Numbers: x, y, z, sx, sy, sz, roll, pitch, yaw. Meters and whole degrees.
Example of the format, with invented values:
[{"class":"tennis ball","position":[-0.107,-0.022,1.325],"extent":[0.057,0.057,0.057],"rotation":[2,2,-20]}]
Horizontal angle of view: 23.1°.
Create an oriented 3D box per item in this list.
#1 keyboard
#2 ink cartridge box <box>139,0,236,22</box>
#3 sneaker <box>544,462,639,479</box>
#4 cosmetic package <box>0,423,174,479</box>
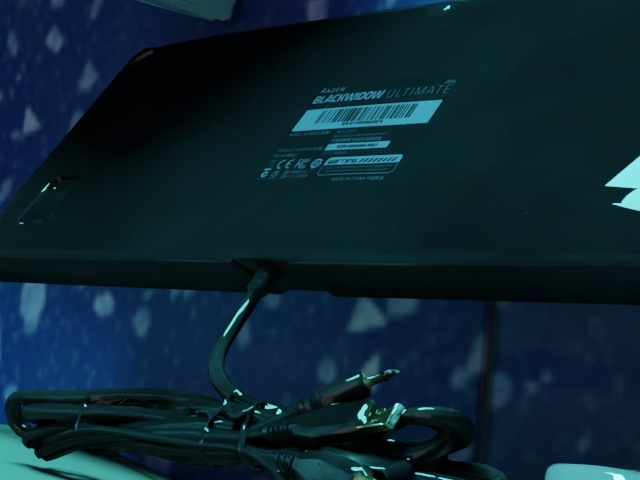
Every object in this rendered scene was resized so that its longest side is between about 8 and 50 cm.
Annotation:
[{"class":"keyboard","position":[0.000,0.000,0.456],"extent":[0.317,0.033,0.201],"rotation":[0,45,46]},{"class":"ink cartridge box","position":[-0.096,-0.197,0.606],"extent":[0.218,0.092,0.159],"rotation":[35,107,44]},{"class":"sneaker","position":[0.082,0.173,0.347],"extent":[0.323,0.130,0.236],"rotation":[-50,41,32]},{"class":"cosmetic package","position":[-0.088,0.143,0.441],"extent":[0.309,0.113,0.160],"rotation":[4,83,65]}]
